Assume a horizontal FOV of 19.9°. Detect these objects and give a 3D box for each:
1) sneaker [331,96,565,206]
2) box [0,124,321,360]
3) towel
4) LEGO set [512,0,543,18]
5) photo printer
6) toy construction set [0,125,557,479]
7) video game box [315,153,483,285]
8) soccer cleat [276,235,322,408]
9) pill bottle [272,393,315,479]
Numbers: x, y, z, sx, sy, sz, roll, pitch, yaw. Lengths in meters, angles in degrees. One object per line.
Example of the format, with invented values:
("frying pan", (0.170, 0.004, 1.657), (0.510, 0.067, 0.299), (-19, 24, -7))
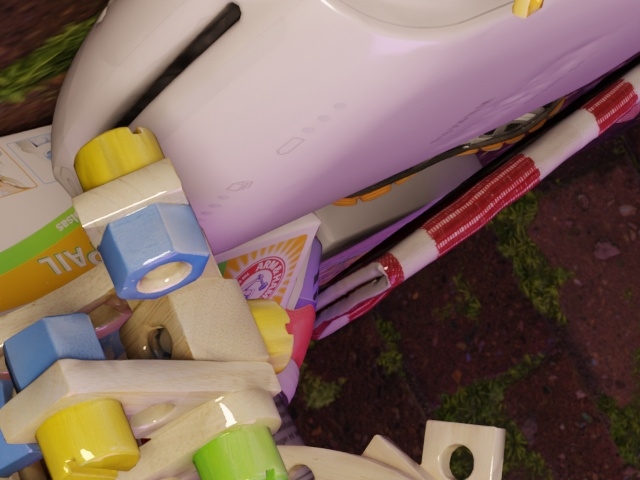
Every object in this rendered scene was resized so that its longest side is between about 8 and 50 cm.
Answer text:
("sneaker", (0.078, -0.093, 1.163), (0.215, 0.084, 0.083), (-32, 161, 3))
("box", (-0.117, 0.021, 0.831), (0.203, 0.103, 0.114), (-18, 144, -40))
("towel", (0.137, -0.046, 1.205), (0.329, 0.037, 0.237), (-36, 179, -18))
("LEGO set", (0.032, -0.145, 0.503), (0.287, 0.107, 0.132), (-7, 124, -64))
("photo printer", (0.043, -0.099, 0.741), (0.307, 0.107, 0.256), (-25, 174, -33))
("toy construction set", (-0.046, 0.085, 0.718), (0.215, 0.151, 0.328), (-34, 141, 20))
("video game box", (0.000, 0.000, 1.355), (0.187, 0.048, 0.205), (-37, 171, 39))
("soccer cleat", (-0.094, 0.065, 1.252), (0.318, 0.109, 0.116), (-18, -135, 61))
("pill bottle", (-0.102, 0.109, 1.030), (0.160, 0.283, 0.160), (-28, 175, -3))
